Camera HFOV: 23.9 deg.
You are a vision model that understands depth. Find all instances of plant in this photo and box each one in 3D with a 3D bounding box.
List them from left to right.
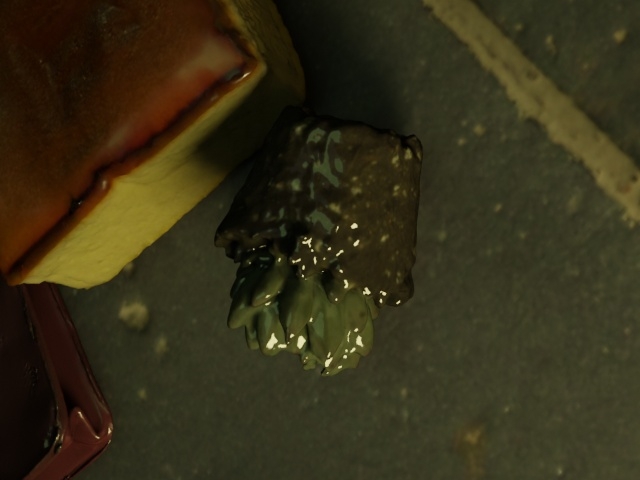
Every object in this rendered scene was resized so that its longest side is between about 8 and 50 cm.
[{"bbox_3d":[0.000,0.000,1.154,0.132,0.129,0.194,18,92,42],"label":"plant"}]

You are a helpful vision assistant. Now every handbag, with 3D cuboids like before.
[{"bbox_3d":[-0.298,0.146,1.410,0.203,0.074,0.216,-42,58,27],"label":"handbag"}]

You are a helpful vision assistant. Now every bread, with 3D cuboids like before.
[{"bbox_3d":[-0.194,-0.166,1.324,0.324,0.143,0.333,-42,60,26],"label":"bread"}]
